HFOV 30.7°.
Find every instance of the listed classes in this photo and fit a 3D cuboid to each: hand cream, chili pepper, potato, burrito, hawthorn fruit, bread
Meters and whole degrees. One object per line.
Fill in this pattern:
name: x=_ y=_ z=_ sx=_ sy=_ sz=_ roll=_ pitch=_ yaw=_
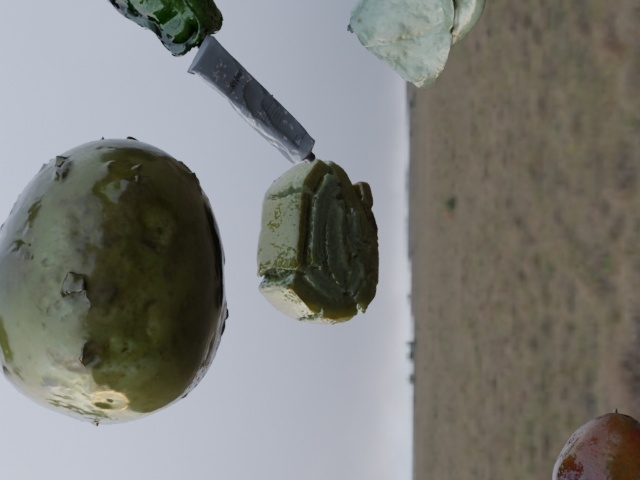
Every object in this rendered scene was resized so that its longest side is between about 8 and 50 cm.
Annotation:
hand cream: x=-0.035 y=-0.078 z=0.668 sx=0.093 sy=0.019 sz=0.030 roll=44 pitch=-126 yaw=-23
chili pepper: x=-0.125 y=-0.231 z=0.891 sx=0.065 sy=0.122 sz=0.278 roll=-62 pitch=-40 yaw=-52
potato: x=-0.156 y=0.041 z=0.886 sx=0.307 sy=0.173 sz=0.210 roll=109 pitch=158 yaw=-74
burrito: x=0.072 y=-0.155 z=0.751 sx=0.118 sy=0.074 sz=0.044 roll=-45 pitch=13 yaw=45
hawthorn fruit: x=0.191 y=0.152 z=0.766 sx=0.077 sy=0.077 sz=0.077 roll=1 pitch=-90 yaw=-85
bread: x=0.000 y=0.000 z=1.081 sx=0.118 sy=0.064 sz=0.156 roll=9 pitch=-105 yaw=-41
